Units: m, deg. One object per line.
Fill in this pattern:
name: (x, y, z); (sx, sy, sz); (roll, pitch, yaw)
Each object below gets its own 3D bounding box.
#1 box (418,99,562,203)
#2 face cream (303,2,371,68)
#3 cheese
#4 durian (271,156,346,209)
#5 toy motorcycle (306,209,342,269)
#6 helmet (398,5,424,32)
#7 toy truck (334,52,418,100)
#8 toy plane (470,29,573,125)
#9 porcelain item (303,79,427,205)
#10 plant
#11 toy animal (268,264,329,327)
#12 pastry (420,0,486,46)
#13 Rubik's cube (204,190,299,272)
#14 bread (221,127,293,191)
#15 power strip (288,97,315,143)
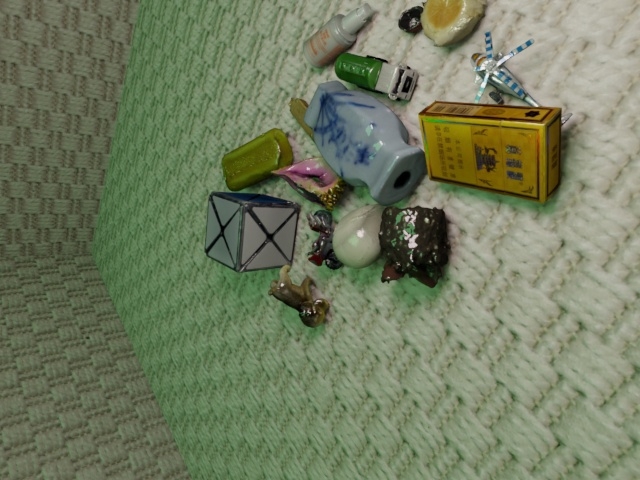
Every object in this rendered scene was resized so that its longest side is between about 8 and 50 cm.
box: (0.384, -0.212, 1.022); (0.301, 0.084, 0.193); (22, 144, 44)
face cream: (0.058, -0.650, 1.392); (0.251, 0.101, 0.101); (-21, 77, 45)
cheese: (0.122, -0.005, 1.316); (0.154, 0.189, 0.198); (51, 135, -9)
durian: (-0.003, -0.201, 1.468); (0.186, 0.153, 0.260); (-49, 50, 10)
toy motorcycle: (-0.001, 0.000, 1.479); (0.082, 0.122, 0.213); (-37, 64, 56)
helmet: (0.261, -0.603, 1.218); (0.084, 0.049, 0.065); (10, 90, 44)
toy truck: (0.154, -0.482, 1.284); (0.242, 0.125, 0.101); (34, 115, 39)
toy plane: (0.455, -0.355, 1.015); (0.273, 0.107, 0.182); (32, 107, 25)
porcelain item: (0.119, -0.294, 1.294); (0.405, 0.178, 0.243); (53, 128, 33)
plant: (0.243, 0.018, 1.180); (0.204, 0.178, 0.234); (9, 92, 44)
toy animal: (-0.075, 0.195, 1.540); (0.121, 0.233, 0.169); (-46, 20, 26)
pastry: (0.331, -0.574, 1.118); (0.165, 0.088, 0.166); (4, 96, 47)
Rubik's cube: (-0.262, -0.038, 1.653); (0.259, 0.260, 0.255); (19, 105, 47)
bread: (-0.245, -0.306, 1.722); (0.383, 0.112, 0.166); (-14, 84, 45)
power strip: (-0.026, -0.401, 1.538); (0.305, 0.044, 0.064); (55, 129, 27)
